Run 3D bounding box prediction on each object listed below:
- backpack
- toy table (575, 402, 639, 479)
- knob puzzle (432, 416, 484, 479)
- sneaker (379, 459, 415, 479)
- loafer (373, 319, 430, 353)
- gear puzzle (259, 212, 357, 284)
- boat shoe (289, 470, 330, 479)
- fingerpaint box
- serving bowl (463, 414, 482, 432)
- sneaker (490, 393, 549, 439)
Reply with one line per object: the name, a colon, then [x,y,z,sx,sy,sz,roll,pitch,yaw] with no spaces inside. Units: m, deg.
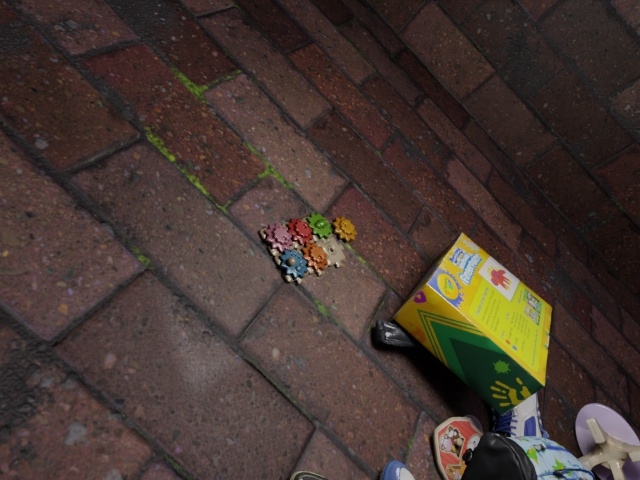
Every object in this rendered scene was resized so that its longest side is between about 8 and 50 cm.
backpack: [0.504,0.610,1.082,0.273,0.290,0.355,25,7,43]
toy table: [0.912,0.672,1.438,0.161,0.252,0.274,10,45,-56]
knob puzzle: [0.365,0.545,1.168,0.213,0.030,0.213,13,64,-28]
sneaker: [0.216,0.612,0.945,0.111,0.131,0.296,7,56,-35]
loafer: [0.243,0.266,1.253,0.223,0.076,0.078,16,59,-27]
gear puzzle: [0.000,0.000,1.259,0.339,0.044,0.175,-19,74,-46]
boat shoe: [0.040,0.522,0.899,0.223,0.073,0.080,39,43,-12]
fingerpaint box: [0.459,0.211,1.325,0.371,0.163,0.445,42,32,9]
serving bowl: [0.403,0.521,1.240,0.083,0.027,0.083,14,62,-28]
sneaker: [0.545,0.515,1.296,0.182,0.127,0.316,1,62,-42]
